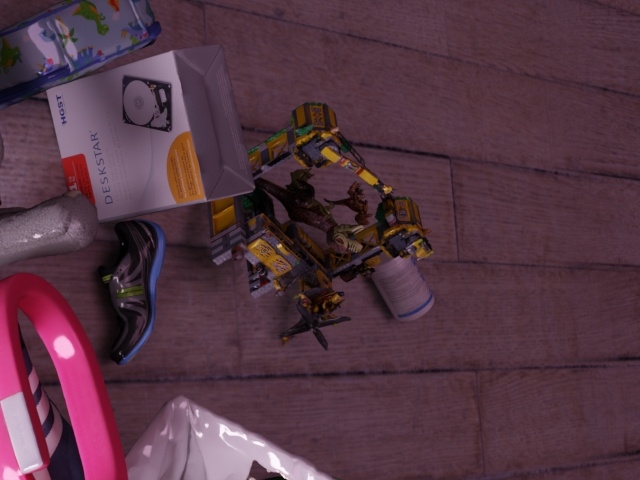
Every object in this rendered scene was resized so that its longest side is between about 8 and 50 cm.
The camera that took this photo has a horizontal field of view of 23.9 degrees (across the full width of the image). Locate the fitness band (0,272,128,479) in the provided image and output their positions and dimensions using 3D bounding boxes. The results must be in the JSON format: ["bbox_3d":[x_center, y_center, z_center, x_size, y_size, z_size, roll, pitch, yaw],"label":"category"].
[{"bbox_3d":[-0.276,0.174,1.545,0.209,0.054,0.291,36,35,-68],"label":"fitness band"}]

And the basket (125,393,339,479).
[{"bbox_3d":[-0.122,0.421,1.691,0.328,0.266,0.331,28,49,6],"label":"basket"}]

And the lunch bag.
[{"bbox_3d":[-0.308,-0.229,1.772,0.219,0.176,0.090,-35,107,-44],"label":"lunch bag"}]

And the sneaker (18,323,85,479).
[{"bbox_3d":[-0.347,0.195,1.700,0.148,0.131,0.350,-6,81,-71],"label":"sneaker"}]

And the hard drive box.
[{"bbox_3d":[-0.207,-0.123,1.822,0.089,0.232,0.181,-16,94,-49],"label":"hard drive box"}]

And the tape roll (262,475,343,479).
[{"bbox_3d":[-0.022,0.478,2.035,0.321,0.077,0.321,14,72,-47],"label":"tape roll"}]

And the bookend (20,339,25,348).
[{"bbox_3d":[-0.404,0.149,1.549,0.072,0.156,0.157,54,16,-13],"label":"bookend"}]

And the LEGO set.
[{"bbox_3d":[0.000,0.000,2.016,0.331,0.255,0.192,55,18,-42],"label":"LEGO set"}]

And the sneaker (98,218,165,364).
[{"bbox_3d":[-0.243,0.063,1.884,0.078,0.067,0.188,13,73,-25],"label":"sneaker"}]

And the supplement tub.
[{"bbox_3d":[0.120,0.063,2.286,0.071,0.071,0.107,-51,121,-41],"label":"supplement tub"}]

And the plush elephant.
[{"bbox_3d":[-0.425,-0.094,1.563,0.272,0.330,0.255,35,36,-59],"label":"plush elephant"}]
